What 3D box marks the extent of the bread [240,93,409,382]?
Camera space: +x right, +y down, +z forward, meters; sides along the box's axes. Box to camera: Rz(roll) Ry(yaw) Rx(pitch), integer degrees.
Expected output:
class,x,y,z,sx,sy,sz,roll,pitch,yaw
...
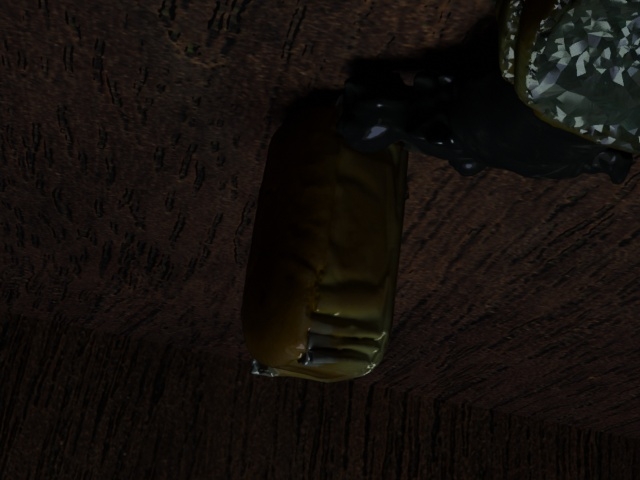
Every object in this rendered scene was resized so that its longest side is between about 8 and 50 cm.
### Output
class,x,y,z,sx,sy,sz,roll,pitch,yaw
bread,0.000,0.000,1.246,0.107,0.241,0.136,15,164,-26

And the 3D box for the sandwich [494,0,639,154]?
class,x,y,z,sx,sy,sz,roll,pitch,yaw
sandwich,0.260,-0.131,0.728,0.301,0.099,0.271,15,137,-18

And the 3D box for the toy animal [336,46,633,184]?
class,x,y,z,sx,sy,sz,roll,pitch,yaw
toy animal,0.155,-0.099,1.060,0.168,0.106,0.343,17,167,-27
